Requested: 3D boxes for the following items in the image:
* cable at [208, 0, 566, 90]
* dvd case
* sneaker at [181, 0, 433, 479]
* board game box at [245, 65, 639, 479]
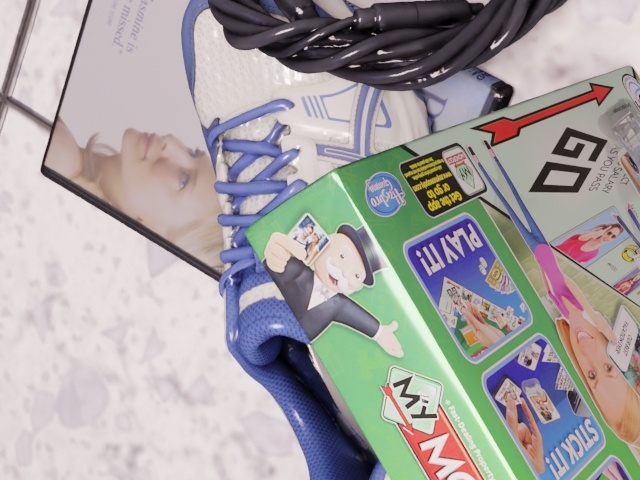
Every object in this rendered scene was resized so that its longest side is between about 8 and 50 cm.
[{"bbox_3d":[0.033,-0.142,0.747,0.184,0.047,0.151,16,67,12],"label":"cable"},{"bbox_3d":[-0.035,-0.059,0.860,0.253,0.022,0.180,30,115,20],"label":"dvd case"},{"bbox_3d":[0.000,0.000,0.766,0.112,0.131,0.296,-28,87,34],"label":"sneaker"},{"bbox_3d":[0.116,0.045,0.627,0.046,0.317,0.214,-34,85,30],"label":"board game box"}]
